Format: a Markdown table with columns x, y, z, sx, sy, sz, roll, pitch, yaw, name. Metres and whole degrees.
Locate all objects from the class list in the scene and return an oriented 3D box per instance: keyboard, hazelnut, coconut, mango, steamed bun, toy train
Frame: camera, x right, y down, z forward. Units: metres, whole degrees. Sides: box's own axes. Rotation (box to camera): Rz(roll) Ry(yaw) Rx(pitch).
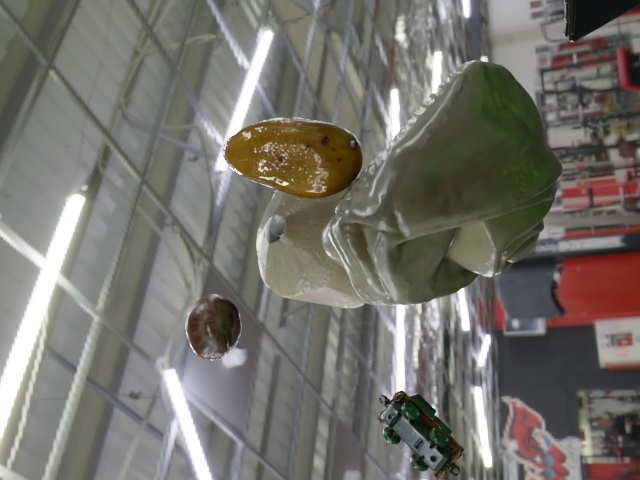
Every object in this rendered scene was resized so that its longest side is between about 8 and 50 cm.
| x | y | z | sx | sy | sz | roll | pitch | yaw | name |
| --- | --- | --- | --- | --- | --- | --- | --- | --- | --- |
| 0.503 | -0.429 | 1.270 | 0.317 | 0.027 | 0.106 | -31 | -51 | -29 | keyboard |
| -0.140 | 0.114 | 1.023 | 0.086 | 0.086 | 0.086 | -6 | -90 | -71 | hazelnut |
| 0.000 | 0.000 | 1.379 | 0.244 | 0.239 | 0.239 | 23 | -118 | -48 | coconut |
| -0.044 | -0.128 | 1.204 | 0.147 | 0.227 | 0.110 | 65 | -149 | -59 | mango |
| 0.189 | -0.058 | 1.094 | 0.255 | 0.368 | 0.342 | 38 | -168 | -2 | steamed bun |
| 0.218 | 0.407 | 1.641 | 0.136 | 0.227 | 0.091 | -6 | -48 | -60 | toy train |
